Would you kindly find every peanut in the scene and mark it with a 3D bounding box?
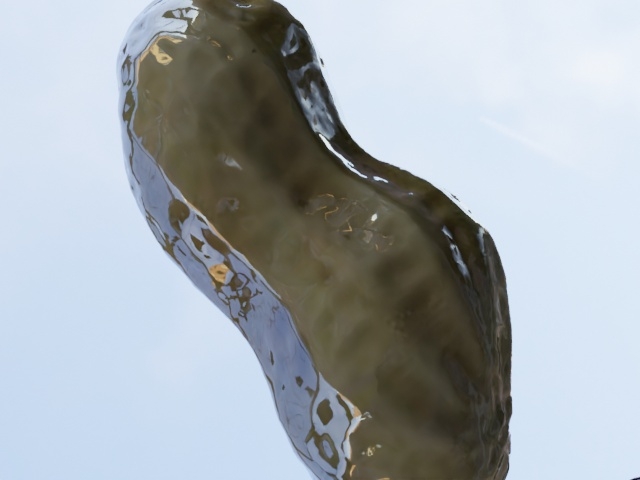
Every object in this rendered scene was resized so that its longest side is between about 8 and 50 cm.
[{"bbox_3d":[0.000,0.000,0.701,0.274,0.125,0.111,56,-158,11],"label":"peanut"}]

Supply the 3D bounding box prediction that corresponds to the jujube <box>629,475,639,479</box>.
[{"bbox_3d":[0.290,0.272,1.265,0.243,0.183,0.183,75,-170,-81],"label":"jujube"}]
